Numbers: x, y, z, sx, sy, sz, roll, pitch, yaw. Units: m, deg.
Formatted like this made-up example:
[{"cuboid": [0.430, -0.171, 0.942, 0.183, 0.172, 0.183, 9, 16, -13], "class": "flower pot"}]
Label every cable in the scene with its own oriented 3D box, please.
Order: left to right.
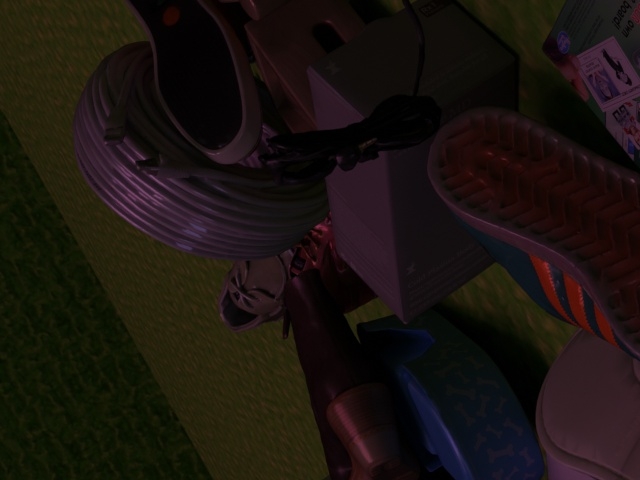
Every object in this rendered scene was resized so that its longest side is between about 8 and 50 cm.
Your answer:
[{"cuboid": [-0.106, -0.084, 1.506, 0.257, 0.089, 0.257, 21, -150, -23], "class": "cable"}]

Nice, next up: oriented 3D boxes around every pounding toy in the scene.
[{"cuboid": [-0.002, -0.162, 1.306, 0.181, 0.094, 0.206, 55, 173, 29], "class": "pounding toy"}]

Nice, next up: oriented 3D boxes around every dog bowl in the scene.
[{"cuboid": [0.121, 0.154, 1.512, 0.166, 0.074, 0.297, 65, 172, -17], "class": "dog bowl"}]

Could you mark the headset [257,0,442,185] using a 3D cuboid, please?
[{"cuboid": [-0.014, -0.243, 1.050, 0.394, 0.185, 0.243, 71, 163, -5], "class": "headset"}]

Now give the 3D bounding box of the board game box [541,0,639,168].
[{"cuboid": [0.232, -0.103, 0.846, 0.213, 0.046, 0.317, 53, 163, 12], "class": "board game box"}]

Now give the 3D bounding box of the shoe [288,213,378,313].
[{"cuboid": [0.000, 0.000, 1.640, 0.063, 0.081, 0.178, 25, 144, 61], "class": "shoe"}]

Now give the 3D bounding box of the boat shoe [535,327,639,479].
[{"cuboid": [0.242, 0.139, 1.132, 0.099, 0.116, 0.319, 33, -176, -15], "class": "boat shoe"}]

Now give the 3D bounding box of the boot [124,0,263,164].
[{"cuboid": [-0.082, -0.160, 1.476, 0.176, 0.088, 0.244, 25, -145, -57], "class": "boot"}]

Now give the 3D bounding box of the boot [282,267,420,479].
[{"cuboid": [0.025, 0.152, 1.615, 0.248, 0.090, 0.207, 93, 155, -68], "class": "boot"}]

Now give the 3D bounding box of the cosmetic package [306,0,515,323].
[{"cuboid": [0.075, -0.061, 1.236, 0.107, 0.127, 0.238, 48, 163, 29], "class": "cosmetic package"}]

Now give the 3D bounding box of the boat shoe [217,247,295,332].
[{"cuboid": [-0.059, 0.049, 1.877, 0.109, 0.094, 0.302, 54, 163, 12], "class": "boat shoe"}]

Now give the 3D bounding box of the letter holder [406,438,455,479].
[{"cuboid": [0.065, 0.390, 1.781, 0.152, 0.302, 0.214, 35, 153, 52], "class": "letter holder"}]

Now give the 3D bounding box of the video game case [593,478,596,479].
[{"cuboid": [0.289, 0.288, 1.231, 0.210, 0.042, 0.232, 45, 161, 31], "class": "video game case"}]

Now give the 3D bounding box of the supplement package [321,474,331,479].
[{"cuboid": [0.058, 0.398, 2.038, 0.175, 0.177, 0.293, 59, 163, -3], "class": "supplement package"}]

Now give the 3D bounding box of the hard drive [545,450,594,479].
[{"cuboid": [0.323, 0.311, 1.348, 0.353, 0.047, 0.233, 44, 160, 36], "class": "hard drive"}]

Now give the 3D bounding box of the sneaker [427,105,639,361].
[{"cuboid": [0.207, 0.018, 1.074, 0.302, 0.108, 0.121, 39, 176, 32], "class": "sneaker"}]
